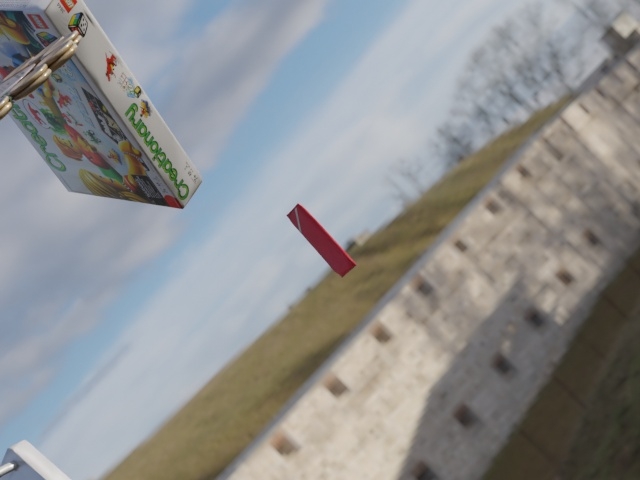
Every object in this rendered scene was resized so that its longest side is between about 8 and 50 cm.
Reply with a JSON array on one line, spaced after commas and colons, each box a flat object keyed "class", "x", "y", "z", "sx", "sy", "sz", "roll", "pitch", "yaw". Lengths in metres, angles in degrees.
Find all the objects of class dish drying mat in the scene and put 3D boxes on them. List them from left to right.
[{"class": "dish drying mat", "x": 0.000, "y": 0.000, "z": 1.394, "sx": 0.008, "sy": 0.083, "sz": 0.032, "roll": -40, "pitch": -2, "yaw": -36}]

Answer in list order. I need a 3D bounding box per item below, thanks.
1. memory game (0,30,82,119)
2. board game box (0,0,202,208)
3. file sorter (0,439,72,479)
[{"class": "memory game", "x": -0.257, "y": -0.102, "z": 1.099, "sx": 0.186, "sy": 0.012, "sz": 0.186, "roll": -35, "pitch": 17, "yaw": 12}, {"class": "board game box", "x": -0.280, "y": -0.161, "z": 1.576, "sx": 0.053, "sy": 0.193, "sz": 0.305, "roll": -58, "pitch": -43, "yaw": -27}, {"class": "file sorter", "x": -0.195, "y": 0.317, "z": 0.980, "sx": 0.173, "sy": 0.277, "sz": 0.193, "roll": -21, "pitch": -38, "yaw": -57}]
